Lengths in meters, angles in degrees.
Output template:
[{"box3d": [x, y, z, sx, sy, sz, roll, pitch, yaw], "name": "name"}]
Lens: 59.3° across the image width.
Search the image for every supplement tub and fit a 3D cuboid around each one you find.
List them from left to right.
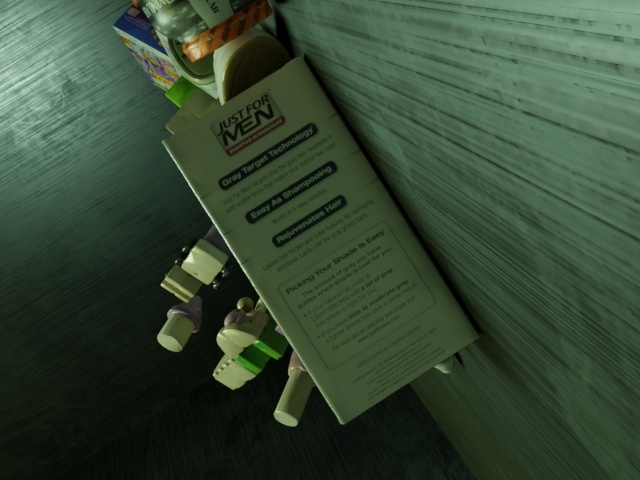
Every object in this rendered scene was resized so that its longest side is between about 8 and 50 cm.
[{"box3d": [-0.129, -0.265, 0.494, 0.190, 0.117, 0.117, 58, 177, -22], "name": "supplement tub"}]

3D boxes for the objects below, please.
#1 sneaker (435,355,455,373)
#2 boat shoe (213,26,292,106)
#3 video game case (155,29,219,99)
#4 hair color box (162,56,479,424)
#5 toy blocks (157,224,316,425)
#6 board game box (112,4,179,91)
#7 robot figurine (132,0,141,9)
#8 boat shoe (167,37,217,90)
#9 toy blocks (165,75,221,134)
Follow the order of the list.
[{"box3d": [0.153, 0.148, 0.868, 0.152, 0.054, 0.061, 54, 178, 46], "name": "sneaker"}, {"box3d": [-0.092, -0.206, 0.708, 0.096, 0.098, 0.277, 56, 178, 5], "name": "boat shoe"}, {"box3d": [-0.196, -0.288, 1.223, 0.300, 0.036, 0.329, 39, 170, 12], "name": "video game case"}, {"box3d": [0.000, 0.000, 0.621, 0.347, 0.174, 0.105, 58, 178, 0], "name": "hair color box"}, {"box3d": [-0.054, 0.068, 0.853, 0.309, 0.260, 0.288, 35, 137, -10], "name": "toy blocks"}, {"box3d": [-0.332, -0.427, 1.426, 0.347, 0.078, 0.233, 32, 167, 22], "name": "board game box"}, {"box3d": [-0.433, -0.653, 1.375, 0.158, 0.128, 0.219, 38, 168, 31], "name": "robot figurine"}, {"box3d": [-0.202, -0.358, 0.961, 0.103, 0.113, 0.302, 60, -173, -61], "name": "boat shoe"}, {"box3d": [-0.111, -0.124, 1.075, 0.381, 0.190, 0.261, 38, 176, 23], "name": "toy blocks"}]
